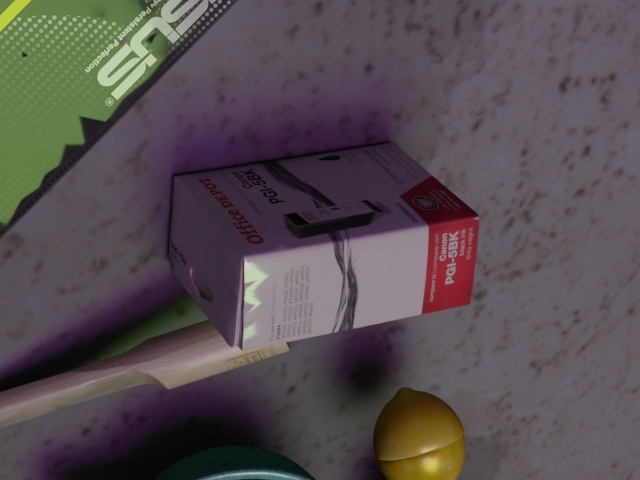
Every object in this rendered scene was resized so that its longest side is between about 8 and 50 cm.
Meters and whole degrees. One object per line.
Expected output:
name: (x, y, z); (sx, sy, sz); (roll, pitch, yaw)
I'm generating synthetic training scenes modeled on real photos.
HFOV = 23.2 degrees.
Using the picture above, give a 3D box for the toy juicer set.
toy juicer set: (-0.022, 0.149, 0.871); (0.209, 0.089, 0.329); (-33, 129, 14)

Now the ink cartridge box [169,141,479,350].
ink cartridge box: (0.000, 0.000, 0.817); (0.135, 0.099, 0.056); (-10, 121, -25)

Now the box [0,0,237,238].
box: (-0.185, -0.105, 0.677); (0.270, 0.060, 0.216); (-44, 129, 1)
